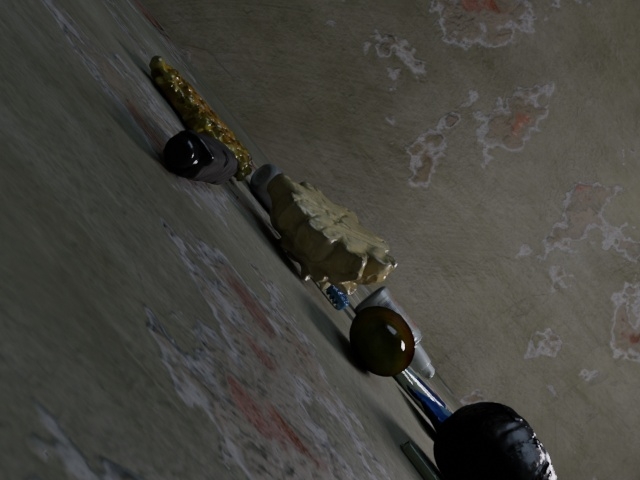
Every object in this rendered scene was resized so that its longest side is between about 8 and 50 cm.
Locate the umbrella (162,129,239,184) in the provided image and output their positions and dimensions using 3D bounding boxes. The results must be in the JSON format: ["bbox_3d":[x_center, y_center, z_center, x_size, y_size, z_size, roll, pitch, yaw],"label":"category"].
[{"bbox_3d":[-0.177,-0.122,1.464,0.073,0.067,0.337,39,3,1],"label":"umbrella"}]

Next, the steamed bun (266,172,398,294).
[{"bbox_3d":[0.000,0.000,1.946,0.295,0.137,0.292,34,17,-2],"label":"steamed bun"}]

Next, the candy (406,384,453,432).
[{"bbox_3d":[0.311,0.442,2.096,0.331,0.077,0.187,51,-4,-29],"label":"candy"}]

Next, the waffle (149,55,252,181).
[{"bbox_3d":[-0.241,-0.245,2.021,0.301,0.058,0.281,50,3,-1],"label":"waffle"}]

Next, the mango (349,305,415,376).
[{"bbox_3d":[0.110,0.180,1.773,0.267,0.111,0.133,41,27,-80],"label":"mango"}]

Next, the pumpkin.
[{"bbox_3d":[0.290,0.381,1.633,0.233,0.163,0.233,57,-6,10],"label":"pumpkin"}]

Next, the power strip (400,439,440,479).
[{"bbox_3d":[0.153,0.338,1.482,0.090,0.016,0.040,52,3,9],"label":"power strip"}]

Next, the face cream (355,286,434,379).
[{"bbox_3d":[0.198,0.240,2.464,0.251,0.101,0.101,52,3,-2],"label":"face cream"}]

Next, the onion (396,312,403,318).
[{"bbox_3d":[0.148,0.204,2.264,0.107,0.097,0.107,20,-22,9],"label":"onion"}]

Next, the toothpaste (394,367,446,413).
[{"bbox_3d":[0.204,0.321,2.191,0.268,0.047,0.069,47,18,-25],"label":"toothpaste"}]

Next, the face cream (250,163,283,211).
[{"bbox_3d":[-0.035,-0.028,2.304,0.336,0.080,0.163,50,4,-20],"label":"face cream"}]

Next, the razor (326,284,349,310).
[{"bbox_3d":[-0.023,0.039,2.075,0.253,0.042,0.082,54,13,-3],"label":"razor"}]
